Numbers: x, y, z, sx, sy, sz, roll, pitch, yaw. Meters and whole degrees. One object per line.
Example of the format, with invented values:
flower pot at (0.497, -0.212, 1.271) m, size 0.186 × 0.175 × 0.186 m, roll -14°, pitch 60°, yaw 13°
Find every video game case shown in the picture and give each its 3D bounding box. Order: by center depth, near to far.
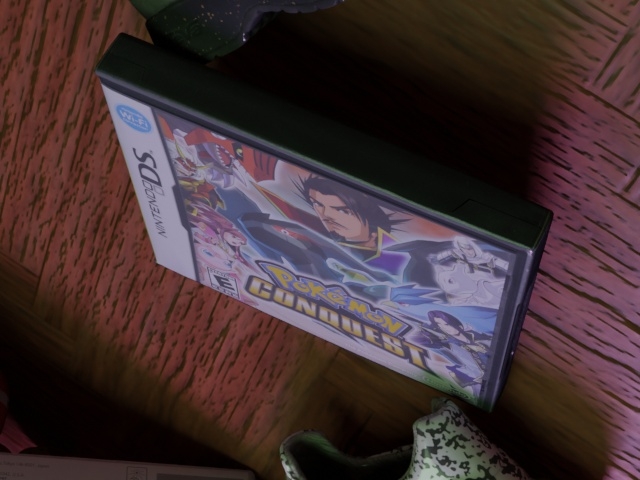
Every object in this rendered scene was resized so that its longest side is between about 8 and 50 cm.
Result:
video game case at (0.000, 0.000, 0.804) m, size 0.275 × 0.035 × 0.248 m, roll 24°, pitch 155°, yaw 14°

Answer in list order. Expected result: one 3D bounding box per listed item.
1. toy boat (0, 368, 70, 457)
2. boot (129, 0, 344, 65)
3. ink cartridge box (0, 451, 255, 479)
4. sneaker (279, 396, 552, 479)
toy boat at (-0.310, 0.216, 1.194) m, size 0.151 × 0.151 × 0.231 m, roll 4°, pitch 134°, yaw -8°
boot at (-0.039, -0.229, 0.649) m, size 0.338 × 0.118 × 0.222 m, roll -18°, pitch 112°, yaw 42°
ink cartridge box at (-0.226, 0.293, 1.127) m, size 0.296 × 0.066 × 0.261 m, roll 7°, pitch 134°, yaw -12°
sneaker at (0.017, 0.227, 0.982) m, size 0.410 × 0.158 × 0.182 m, roll -32°, pitch 94°, yaw 37°
